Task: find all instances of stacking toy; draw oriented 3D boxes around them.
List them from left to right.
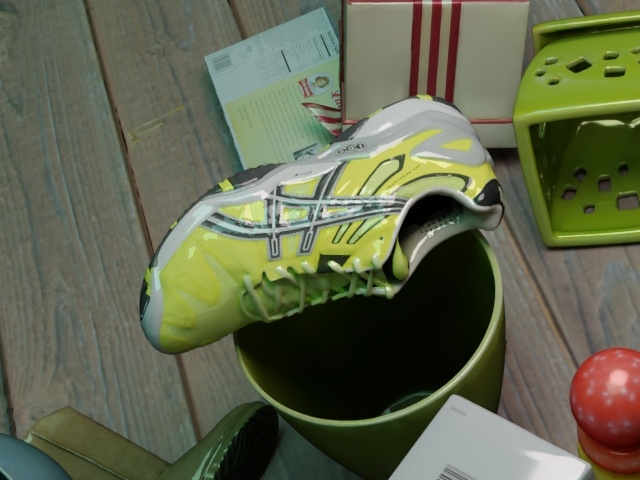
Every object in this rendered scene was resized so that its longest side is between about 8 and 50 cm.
[{"bbox_3d":[0.295,0.210,1.429,0.141,0.330,0.141,-10,51,13],"label":"stacking toy"}]

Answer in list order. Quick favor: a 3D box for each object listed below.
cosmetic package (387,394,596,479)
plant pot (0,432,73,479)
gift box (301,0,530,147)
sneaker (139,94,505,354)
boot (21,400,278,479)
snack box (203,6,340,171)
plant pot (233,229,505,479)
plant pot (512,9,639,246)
[{"bbox_3d":[0.165,0.327,1.364,0.155,0.365,0.197,25,68,35],"label":"cosmetic package"},{"bbox_3d":[-0.364,0.331,1.622,0.290,0.195,0.290,3,97,21],"label":"plant pot"},{"bbox_3d":[0.116,-0.262,1.880,0.277,0.258,0.255,2,43,4],"label":"gift box"},{"bbox_3d":[0.000,0.000,1.435,0.385,0.145,0.147,-32,50,-4],"label":"sneaker"},{"bbox_3d":[-0.214,0.249,1.741,0.270,0.089,0.236,19,62,32],"label":"boot"},{"bbox_3d":[-0.029,-0.165,2.008,0.187,0.060,0.322,-22,50,2],"label":"snack box"},{"bbox_3d":[0.084,0.148,1.576,0.275,0.293,0.274,-10,51,13],"label":"plant pot"},{"bbox_3d":[0.358,-0.145,1.757,0.227,0.228,0.207,-5,45,16],"label":"plant pot"}]
